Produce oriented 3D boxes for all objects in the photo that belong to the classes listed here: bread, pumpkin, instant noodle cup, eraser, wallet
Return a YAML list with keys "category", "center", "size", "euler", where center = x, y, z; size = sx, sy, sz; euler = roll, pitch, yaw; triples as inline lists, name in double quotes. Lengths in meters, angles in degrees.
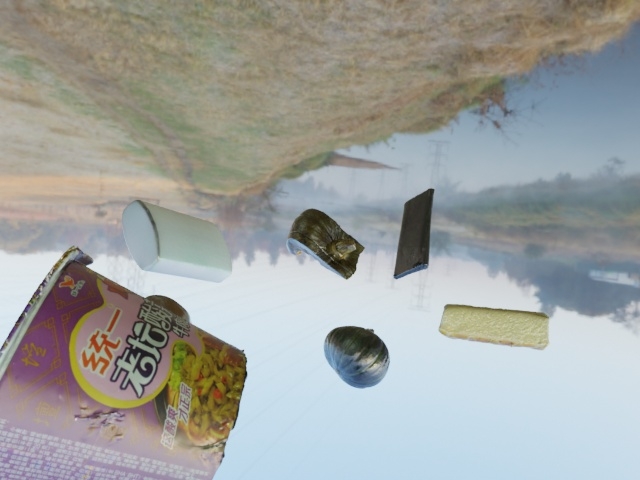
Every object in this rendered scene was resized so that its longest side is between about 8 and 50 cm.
- category: "bread"
  center: [0.319, 0.159, 1.055]
  size: [0.188, 0.068, 0.125]
  euler: [4, 173, 15]
- category: "pumpkin"
  center: [0.128, 0.390, 1.971]
  size: [0.250, 0.216, 0.250]
  euler: [24, 148, 16]
- category: "instant noodle cup"
  center: [-0.260, 0.206, 0.720]
  size: [0.266, 0.340, 0.340]
  euler: [23, 177, -15]
- category: "eraser"
  center: [-0.372, 0.008, 1.506]
  size: [0.104, 0.189, 0.290]
  euler: [-39, 153, 18]
- category: "pumpkin"
  center: [0.004, -0.001, 1.649]
  size: [0.248, 0.131, 0.126]
  euler: [19, 142, 31]
- category: "wallet"
  center: [0.285, -0.023, 1.719]
  size: [0.030, 0.285, 0.146]
  euler: [25, 148, -21]

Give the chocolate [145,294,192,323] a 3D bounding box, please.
- category: "chocolate"
  center: [-0.308, 0.223, 1.184]
  size: [0.080, 0.157, 0.254]
  euler: [-23, -149, 7]
